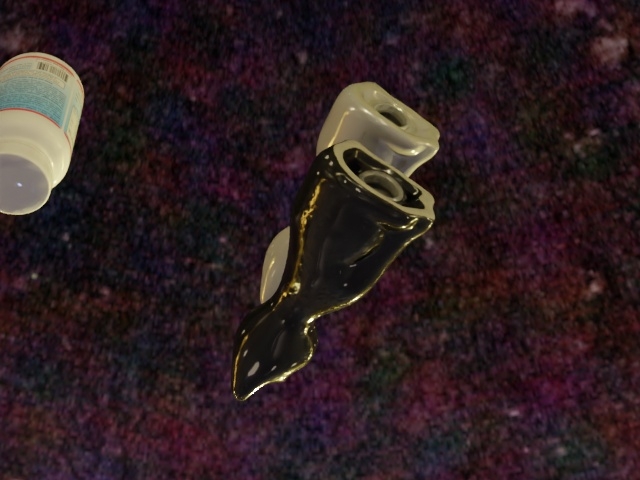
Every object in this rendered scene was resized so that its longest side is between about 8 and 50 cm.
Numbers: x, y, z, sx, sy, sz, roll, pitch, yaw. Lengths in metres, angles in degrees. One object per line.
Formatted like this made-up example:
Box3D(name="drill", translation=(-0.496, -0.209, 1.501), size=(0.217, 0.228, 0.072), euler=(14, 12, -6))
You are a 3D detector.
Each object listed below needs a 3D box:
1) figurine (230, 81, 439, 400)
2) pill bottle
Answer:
Box3D(name="figurine", translation=(0.000, 0.000, 0.856), size=(0.092, 0.215, 0.209), euler=(30, 117, -8))
Box3D(name="pill bottle", translation=(-0.268, -0.097, 0.984), size=(0.087, 0.160, 0.087), euler=(-2, 128, -2))
